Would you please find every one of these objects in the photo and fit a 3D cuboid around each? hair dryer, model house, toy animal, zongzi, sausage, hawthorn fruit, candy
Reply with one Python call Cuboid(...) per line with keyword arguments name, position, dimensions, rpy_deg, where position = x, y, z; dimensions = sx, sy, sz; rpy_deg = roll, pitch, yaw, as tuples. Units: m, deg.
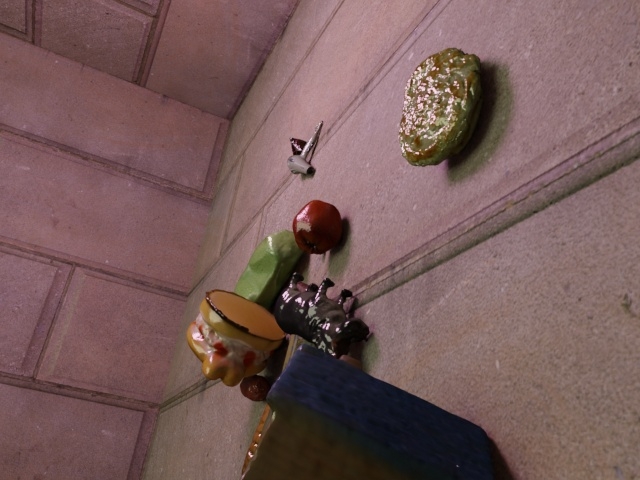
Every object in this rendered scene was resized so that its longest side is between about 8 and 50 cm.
Cuboid(name="hair dryer", position=(-0.029, -0.296, 1.937), dimensions=(0.199, 0.067, 0.167), rpy_deg=(-50, 34, 14))
Cuboid(name="model house", position=(0.047, 0.369, 0.777), dimensions=(0.382, 0.334, 0.343), rpy_deg=(109, -173, -51))
Cuboid(name="toy animal", position=(0.006, 0.174, 1.266), dimensions=(0.168, 0.106, 0.343), rpy_deg=(-57, 31, -1))
Cuboid(name="zongzi", position=(-0.084, -0.320, 2.072), dimensions=(0.073, 0.067, 0.083), rpy_deg=(-49, 46, 33))
Cuboid(name="sausage", position=(-0.189, 0.423, 1.657), dimensions=(0.141, 0.076, 0.076), rpy_deg=(-21, 54, 64))
Cuboid(name="hawthorn fruit", position=(-0.008, -0.038, 1.495), dimensions=(0.133, 0.133, 0.138), rpy_deg=(-39, 28, 56))
Cuboid(name="candy", position=(-0.160, 0.108, 1.776), dimensions=(0.343, 0.142, 0.132), rpy_deg=(-57, 40, 42))

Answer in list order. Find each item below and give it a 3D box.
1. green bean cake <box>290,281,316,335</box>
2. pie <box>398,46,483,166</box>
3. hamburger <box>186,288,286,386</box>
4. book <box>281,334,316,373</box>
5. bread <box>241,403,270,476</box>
Cuboid(name="green bean cake", position=(-0.053, 0.182, 1.527), dimensions=(0.136, 0.056, 0.135), rpy_deg=(-71, 19, 1))
Cuboid(name="pie", position=(0.237, -0.256, 1.098), dimensions=(0.201, 0.090, 0.248), rpy_deg=(-19, 54, 53))
Cuboid(name="hamburger", position=(-0.244, 0.284, 1.622), dimensions=(0.186, 0.261, 0.302), rpy_deg=(-61, 23, 5))
Cuboid(name="book", position=(-0.018, 0.260, 1.361), dimensions=(0.192, 0.013, 0.168), rpy_deg=(-4, 67, 52))
Cuboid(name="bread", position=(-0.056, 0.401, 1.118), dimensions=(0.274, 0.149, 0.274), rpy_deg=(13, -90, -80))
